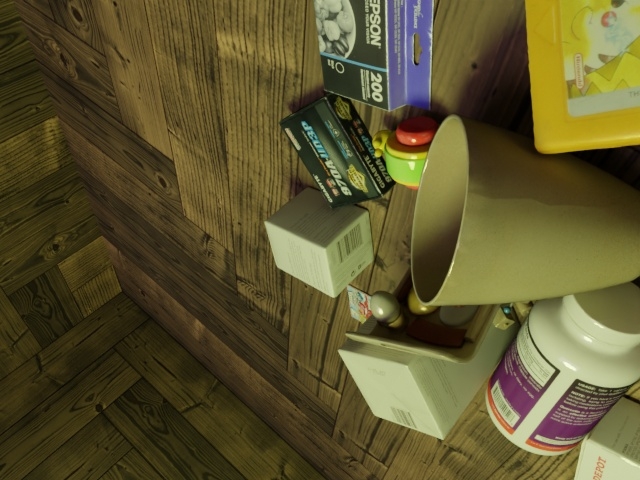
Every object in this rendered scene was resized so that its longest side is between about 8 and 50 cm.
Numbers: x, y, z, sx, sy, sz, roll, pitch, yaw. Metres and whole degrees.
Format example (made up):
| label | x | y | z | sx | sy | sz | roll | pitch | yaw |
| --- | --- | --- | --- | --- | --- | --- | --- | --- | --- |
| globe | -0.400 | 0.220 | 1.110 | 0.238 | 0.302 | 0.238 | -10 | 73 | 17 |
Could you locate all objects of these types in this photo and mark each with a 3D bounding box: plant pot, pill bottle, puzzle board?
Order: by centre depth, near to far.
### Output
| label | x | y | z | sx | sy | sz | roll | pitch | yaw |
| --- | --- | --- | --- | --- | --- | --- | --- | --- | --- |
| plant pot | 0.287 | -0.022 | 0.757 | 0.274 | 0.256 | 0.256 | 8 | 144 | -4 |
| pill bottle | 0.405 | 0.202 | 0.915 | 0.181 | 0.181 | 0.323 | 34 | 138 | 23 |
| puzzle board | 0.109 | 0.177 | 1.453 | 0.096 | 0.011 | 0.128 | 25 | 141 | 35 |

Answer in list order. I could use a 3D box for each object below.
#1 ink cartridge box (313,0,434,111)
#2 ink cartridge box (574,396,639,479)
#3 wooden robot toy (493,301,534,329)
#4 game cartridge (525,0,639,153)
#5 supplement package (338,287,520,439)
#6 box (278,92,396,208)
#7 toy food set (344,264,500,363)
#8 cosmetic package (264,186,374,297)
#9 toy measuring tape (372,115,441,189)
| label | x | y | z | sx | sy | sz | roll | pitch | yaw |
| --- | --- | --- | --- | --- | --- | --- | --- | --- | --- |
| ink cartridge box | 0.084 | -0.319 | 0.905 | 0.208 | 0.045 | 0.206 | 25 | 142 | 32 |
| ink cartridge box | 0.623 | 0.437 | 0.966 | 0.306 | 0.131 | 0.226 | 26 | 143 | 36 |
| wooden robot toy | 0.359 | 0.076 | 0.983 | 0.079 | 0.076 | 0.173 | -107 | 33 | -46 |
| game cartridge | 0.355 | -0.240 | 0.532 | 0.323 | 0.052 | 0.285 | 2 | 101 | 52 |
| supplement package | 0.214 | 0.188 | 1.053 | 0.177 | 0.293 | 0.175 | 0 | 125 | 52 |
| box | 0.031 | -0.177 | 1.120 | 0.175 | 0.051 | 0.220 | -9 | 118 | 55 |
| toy food set | 0.195 | 0.059 | 0.936 | 0.219 | 0.306 | 0.092 | 1 | 139 | 51 |
| cosmetic package | 0.000 | 0.000 | 1.259 | 0.183 | 0.151 | 0.151 | 26 | 143 | 35 |
| toy measuring tape | 0.210 | -0.125 | 0.890 | 0.330 | 0.121 | 0.121 | 22 | 140 | 38 |
